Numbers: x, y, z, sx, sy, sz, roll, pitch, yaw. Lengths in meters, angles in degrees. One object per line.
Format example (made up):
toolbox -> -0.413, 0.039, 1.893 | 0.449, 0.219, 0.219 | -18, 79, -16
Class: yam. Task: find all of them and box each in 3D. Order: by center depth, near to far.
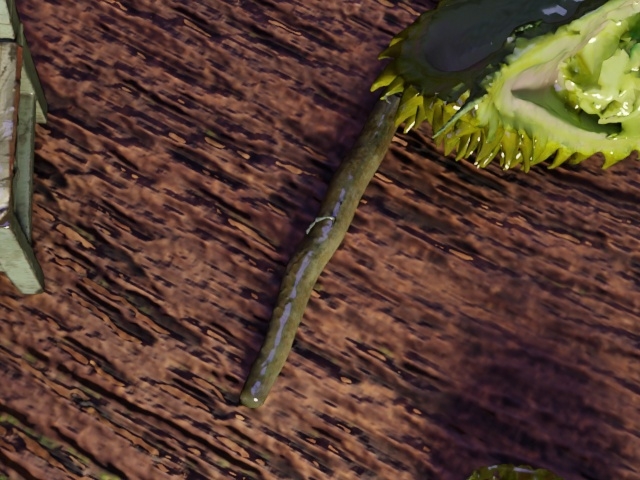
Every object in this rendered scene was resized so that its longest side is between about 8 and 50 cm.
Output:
yam -> 0.001, 0.001, 0.895 | 0.027, 0.029, 0.234 | 27, 72, -5

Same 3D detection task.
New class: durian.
durian -> 0.192, -0.144, 0.882 | 0.356, 0.169, 0.157 | -24, 76, -12

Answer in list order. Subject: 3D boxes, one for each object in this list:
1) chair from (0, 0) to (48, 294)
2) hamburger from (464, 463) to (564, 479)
chair -> -0.236, -0.071, 0.782 | 0.136, 0.270, 0.147 | 0, 70, -4
hamburger -> 0.119, 0.200, 0.807 | 0.141, 0.081, 0.126 | 45, 77, -1
